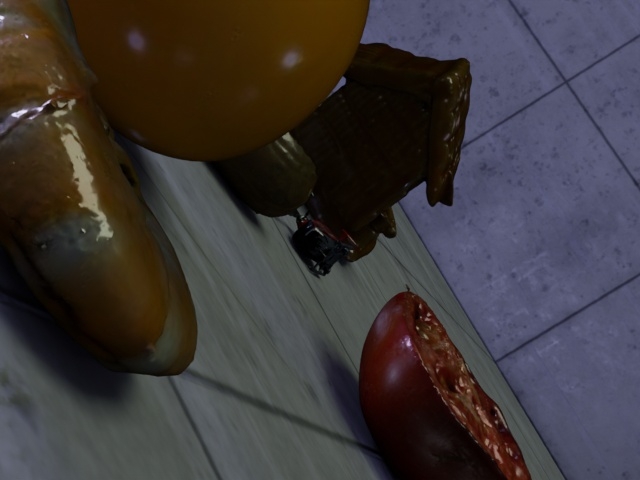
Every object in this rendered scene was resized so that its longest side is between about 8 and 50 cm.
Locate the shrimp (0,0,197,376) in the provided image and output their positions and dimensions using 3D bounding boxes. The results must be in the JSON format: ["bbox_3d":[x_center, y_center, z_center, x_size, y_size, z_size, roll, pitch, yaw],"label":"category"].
[{"bbox_3d":[-0.114,-0.068,0.529,0.287,0.063,0.152,65,7,26],"label":"shrimp"}]

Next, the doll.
[{"bbox_3d":[-0.043,-0.157,0.707,0.213,0.236,0.213,59,8,-13],"label":"doll"}]

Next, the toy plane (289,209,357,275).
[{"bbox_3d":[0.000,0.000,1.190,0.060,0.037,0.145,49,8,18],"label":"toy plane"}]

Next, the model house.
[{"bbox_3d":[0.079,-0.120,1.447,0.220,0.229,0.199,57,23,6],"label":"model house"}]

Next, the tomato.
[{"bbox_3d":[0.079,0.126,0.969,0.166,0.082,0.174,52,12,-11],"label":"tomato"}]

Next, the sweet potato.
[{"bbox_3d":[-0.080,-0.103,0.984,0.233,0.062,0.081,51,-7,-26],"label":"sweet potato"}]
